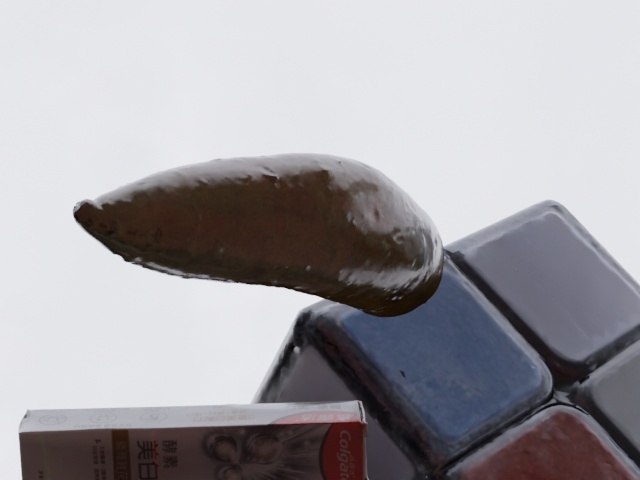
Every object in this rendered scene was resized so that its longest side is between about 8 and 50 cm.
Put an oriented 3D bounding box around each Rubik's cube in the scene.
[{"bbox_3d":[0.133,0.205,1.150,0.313,0.316,0.318,49,-40,21],"label":"Rubik's cube"}]

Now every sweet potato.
[{"bbox_3d":[0.008,0.000,0.799,0.108,0.346,0.079,-2,-101,29],"label":"sweet potato"}]

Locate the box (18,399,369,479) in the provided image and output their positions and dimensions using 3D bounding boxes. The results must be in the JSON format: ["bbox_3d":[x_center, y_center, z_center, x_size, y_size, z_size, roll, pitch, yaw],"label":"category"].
[{"bbox_3d":[-0.079,0.134,0.894,0.218,0.039,0.055,-2,-72,-2],"label":"box"}]
